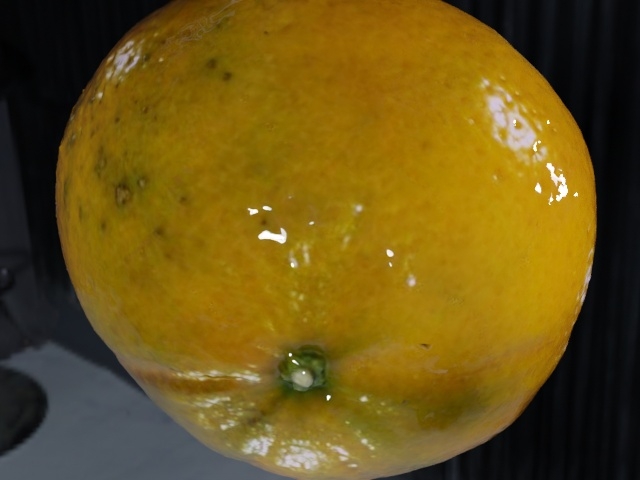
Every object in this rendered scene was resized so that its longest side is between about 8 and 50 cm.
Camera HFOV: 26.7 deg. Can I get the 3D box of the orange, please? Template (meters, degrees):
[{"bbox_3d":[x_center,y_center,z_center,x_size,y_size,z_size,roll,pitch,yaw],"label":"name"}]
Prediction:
[{"bbox_3d":[0.000,0.000,0.586,0.240,0.240,0.171,4,37,12],"label":"orange"}]
